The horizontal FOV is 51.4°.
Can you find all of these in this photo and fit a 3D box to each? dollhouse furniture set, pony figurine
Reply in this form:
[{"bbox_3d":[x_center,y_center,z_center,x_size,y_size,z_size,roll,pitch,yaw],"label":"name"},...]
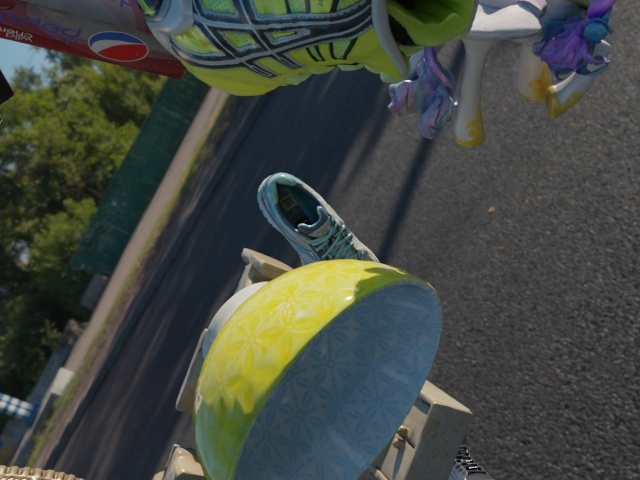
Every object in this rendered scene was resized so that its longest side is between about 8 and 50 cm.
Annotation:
[{"bbox_3d":[-0.017,0.238,1.015,0.361,0.395,0.256,-69,20,0],"label":"dollhouse furniture set"},{"bbox_3d":[0.192,-0.268,0.751,0.363,0.351,0.302,99,166,-59],"label":"pony figurine"}]

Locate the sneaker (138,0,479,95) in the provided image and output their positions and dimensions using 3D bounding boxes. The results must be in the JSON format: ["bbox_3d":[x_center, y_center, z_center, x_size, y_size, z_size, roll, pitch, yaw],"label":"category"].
[{"bbox_3d":[-0.003,-0.142,0.374,0.145,0.147,0.385,-39,5,-13],"label":"sneaker"}]

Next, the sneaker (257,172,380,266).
[{"bbox_3d":[0.000,0.000,1.106,0.110,0.283,0.122,-46,-1,-8],"label":"sneaker"}]

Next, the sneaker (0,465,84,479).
[{"bbox_3d":[-0.310,0.230,0.478,0.099,0.283,0.153,-98,26,-62],"label":"sneaker"}]

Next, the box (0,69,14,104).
[{"bbox_3d":[-0.506,-0.213,0.840,0.156,0.093,0.158,-50,-24,-27],"label":"box"}]

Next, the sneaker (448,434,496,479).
[{"bbox_3d":[0.260,0.397,1.245,0.226,0.086,0.163,146,130,-65],"label":"sneaker"}]

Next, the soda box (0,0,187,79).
[{"bbox_3d":[-0.267,-0.261,0.736,0.092,0.264,0.083,-24,63,58],"label":"soda box"}]

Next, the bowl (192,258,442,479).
[{"bbox_3d":[-0.027,0.129,0.671,0.156,0.289,0.289,32,97,33],"label":"bowl"}]
